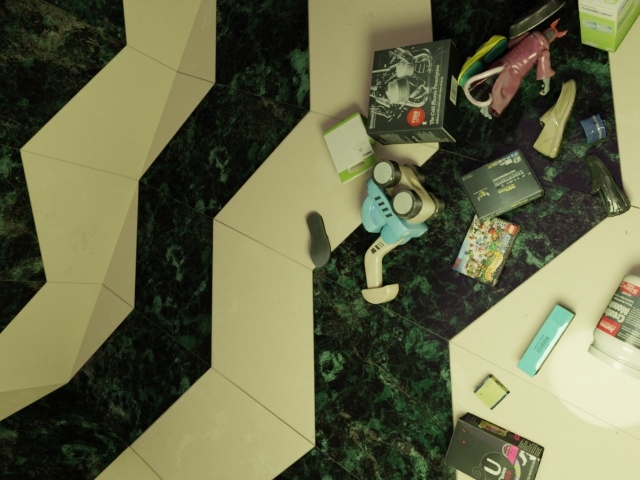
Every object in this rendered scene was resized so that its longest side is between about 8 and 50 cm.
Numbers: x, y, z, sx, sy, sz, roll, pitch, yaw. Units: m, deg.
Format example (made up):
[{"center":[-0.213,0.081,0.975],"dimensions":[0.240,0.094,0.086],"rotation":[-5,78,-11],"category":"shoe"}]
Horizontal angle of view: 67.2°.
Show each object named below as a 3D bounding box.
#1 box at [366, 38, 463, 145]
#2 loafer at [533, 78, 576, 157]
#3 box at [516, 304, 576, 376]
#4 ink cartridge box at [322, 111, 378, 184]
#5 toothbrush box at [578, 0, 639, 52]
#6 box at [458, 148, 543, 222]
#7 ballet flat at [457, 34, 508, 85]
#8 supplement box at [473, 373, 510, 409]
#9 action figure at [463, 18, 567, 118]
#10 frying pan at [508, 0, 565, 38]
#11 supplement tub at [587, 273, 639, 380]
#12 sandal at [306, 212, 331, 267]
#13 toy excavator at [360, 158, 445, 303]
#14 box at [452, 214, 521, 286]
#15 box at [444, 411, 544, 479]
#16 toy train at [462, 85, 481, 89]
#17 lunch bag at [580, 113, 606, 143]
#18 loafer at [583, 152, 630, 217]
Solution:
[{"center":[0.367,-0.564,1.883],"dimensions":[0.313,0.179,0.343],"rotation":[3,85,33],"category":"box"},{"center":[0.801,-0.420,1.646],"dimensions":[0.092,0.102,0.268],"rotation":[17,93,26],"category":"loafer"},{"center":[0.743,0.329,1.585],"dimensions":[0.060,0.100,0.244],"rotation":[35,101,31],"category":"box"},{"center":[0.143,-0.381,2.045],"dimensions":[0.189,0.097,0.255],"rotation":[-27,72,26],"category":"ink cartridge box"},{"center":[0.925,-0.756,1.508],"dimensions":[0.122,0.283,0.206],"rotation":[36,101,30],"category":"toothbrush box"},{"center":[0.637,-0.192,1.712],"dimensions":[0.233,0.059,0.183],"rotation":[-25,65,18],"category":"box"},{"center":[0.600,-0.685,1.824],"dimensions":[0.231,0.077,0.077],"rotation":[-42,51,14],"category":"ballet flat"},{"center":[0.595,0.526,1.674],"dimensions":[0.083,0.056,0.083],"rotation":[45,107,27],"category":"supplement box"},{"center":[0.665,-0.617,1.661],"dimensions":[0.370,0.276,0.248],"rotation":[-46,59,26],"category":"action figure"},{"center":[0.785,-0.800,1.634],"dimensions":[0.326,0.197,0.053],"rotation":[-34,105,15],"category":"frying pan"},{"center":[0.939,0.254,1.422],"dimensions":[0.191,0.191,0.272],"rotation":[29,99,31],"category":"supplement tub"},{"center":[0.001,-0.001,2.114],"dimensions":[0.097,0.054,0.254],"rotation":[-16,66,22],"category":"sandal"},{"center":[0.267,-0.032,1.886],"dimensions":[0.445,0.222,0.433],"rotation":[-44,63,34],"category":"toy excavator"},{"center":[0.599,0.029,1.743],"dimensions":[0.159,0.044,0.233],"rotation":[25,97,31],"category":"box"},{"center":[0.579,0.717,1.608],"dimensions":[0.270,0.143,0.165],"rotation":[17,92,32],"category":"box"},{"center":[0.582,-0.586,1.845],"dimensions":[0.083,0.024,0.017],"rotation":[16,92,31],"category":"toy train"},{"center":[0.899,-0.369,1.581],"dimensions":[0.065,0.098,0.067],"rotation":[-21,68,25],"category":"lunch bag"},{"center":[0.912,-0.180,1.561],"dimensions":[0.078,0.076,0.223],"rotation":[-28,74,17],"category":"loafer"}]
